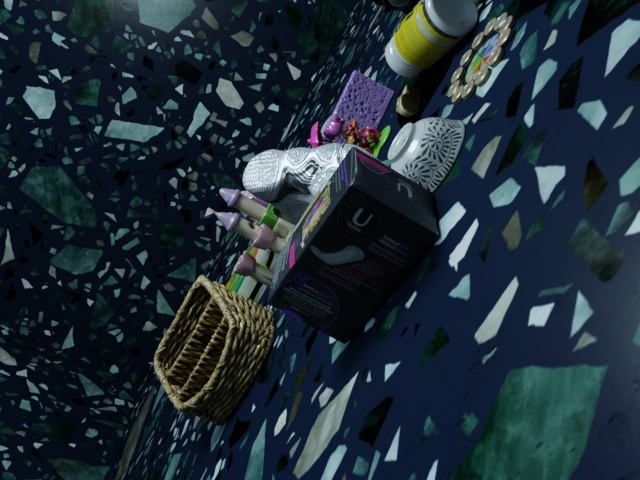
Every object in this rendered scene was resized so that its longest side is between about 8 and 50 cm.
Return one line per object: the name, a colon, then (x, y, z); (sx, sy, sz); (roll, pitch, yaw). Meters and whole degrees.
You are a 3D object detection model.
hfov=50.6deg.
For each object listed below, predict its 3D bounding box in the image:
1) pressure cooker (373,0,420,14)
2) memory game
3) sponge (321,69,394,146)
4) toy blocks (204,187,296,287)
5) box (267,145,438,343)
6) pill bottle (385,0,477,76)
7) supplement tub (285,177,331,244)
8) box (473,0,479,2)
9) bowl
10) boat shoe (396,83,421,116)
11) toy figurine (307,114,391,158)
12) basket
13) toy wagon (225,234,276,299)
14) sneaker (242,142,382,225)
pressure cooker: (0.191, -0.798, 1.688); (0.375, 0.420, 0.370); (-48, -15, 15)
memory game: (0.291, -0.333, 1.237); (0.186, 0.012, 0.186); (-56, 15, 23)
sponge: (0.091, -0.309, 1.697); (0.210, 0.117, 0.031); (-64, 13, -7)
toy blocks: (-0.149, -0.094, 1.824); (0.309, 0.260, 0.289); (-52, 13, 35)
box: (0.049, 0.011, 1.127); (0.270, 0.165, 0.143); (-53, 15, 30)
pill bottle: (0.229, -0.443, 1.448); (0.208, 0.119, 0.119); (-35, 30, 62)
supplement tub: (0.038, -0.028, 1.285); (0.200, 0.144, 0.144); (-56, 15, 22)
box: (0.340, -0.577, 1.465); (0.109, 0.042, 0.178); (-58, 14, 20)
bowl: (0.171, -0.156, 1.190); (0.170, 0.080, 0.170); (-56, 14, 22)
boat shoe: (0.188, -0.293, 1.467); (0.045, 0.050, 0.135); (-57, 4, 34)
toy figurine: (0.055, -0.233, 1.591); (0.173, 0.159, 0.130); (-56, 15, 20)
basket: (-0.275, 0.281, 1.668); (0.299, 0.223, 0.213); (-57, 14, 17)
toy wagon: (-0.225, 0.097, 2.161); (0.345, 0.068, 0.267); (-62, 14, -1)
sneaker: (0.019, -0.109, 1.517); (0.365, 0.210, 0.138); (5, 68, 34)
